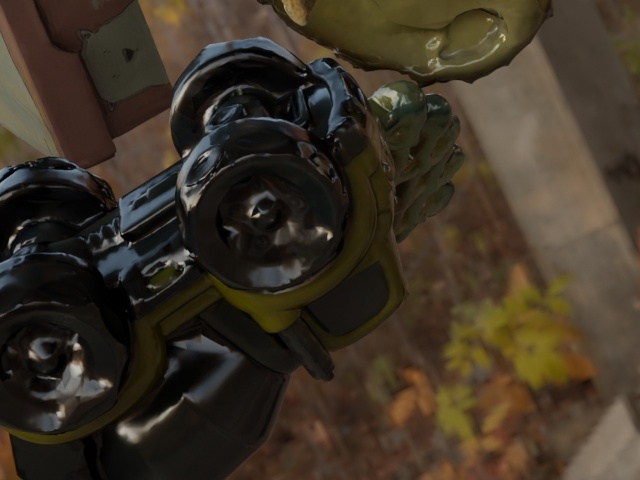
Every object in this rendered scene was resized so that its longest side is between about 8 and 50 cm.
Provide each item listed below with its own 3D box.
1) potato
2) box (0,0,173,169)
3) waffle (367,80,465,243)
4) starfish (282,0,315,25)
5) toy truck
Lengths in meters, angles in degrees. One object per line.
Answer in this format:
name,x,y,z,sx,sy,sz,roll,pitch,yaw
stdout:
potato,0.039,-0.256,1.515,0.242,0.285,0.242,-50,23,31
box,-0.201,-0.175,1.225,0.086,0.215,0.215,-30,31,-19
waffle,0.000,0.000,1.515,0.292,0.056,0.309,-47,-18,1
starfish,0.039,-0.204,0.809,0.277,0.236,0.062,2,15,-19
toy truck,-0.053,0.027,0.870,0.224,0.165,0.147,-32,25,8
